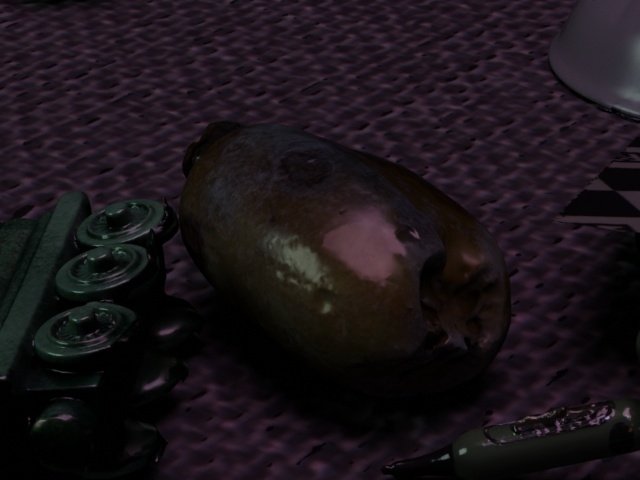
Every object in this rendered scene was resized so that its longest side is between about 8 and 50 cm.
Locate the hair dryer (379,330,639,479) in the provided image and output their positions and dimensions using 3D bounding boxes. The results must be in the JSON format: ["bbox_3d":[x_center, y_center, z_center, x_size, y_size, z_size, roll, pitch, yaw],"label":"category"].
[{"bbox_3d":[0.095,0.075,0.716,0.150,0.071,0.047,-14,22,10],"label":"hair dryer"}]

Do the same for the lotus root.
[{"bbox_3d":[0.000,0.000,0.813,0.113,0.088,0.192,8,18,-41],"label":"lotus root"}]

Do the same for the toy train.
[{"bbox_3d":[-0.110,0.037,0.763,0.111,0.071,0.170,-4,27,7],"label":"toy train"}]

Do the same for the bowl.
[{"bbox_3d":[0.224,-0.135,1.075,0.189,0.086,0.189,0,29,0],"label":"bowl"}]

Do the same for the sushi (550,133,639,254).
[{"bbox_3d":[0.266,0.008,0.845,0.290,0.050,0.264,7,15,17],"label":"sushi"}]
